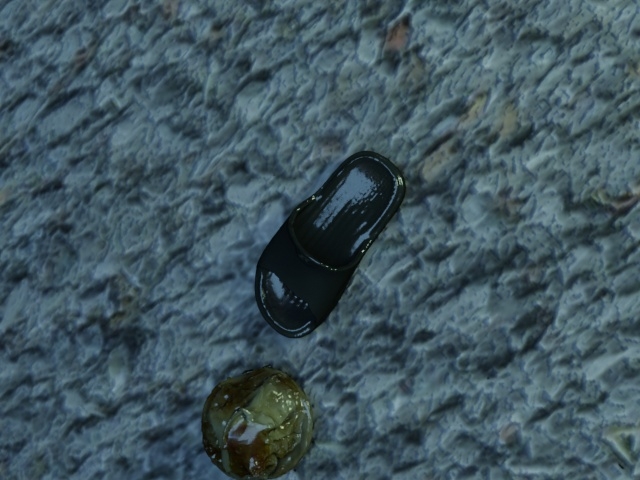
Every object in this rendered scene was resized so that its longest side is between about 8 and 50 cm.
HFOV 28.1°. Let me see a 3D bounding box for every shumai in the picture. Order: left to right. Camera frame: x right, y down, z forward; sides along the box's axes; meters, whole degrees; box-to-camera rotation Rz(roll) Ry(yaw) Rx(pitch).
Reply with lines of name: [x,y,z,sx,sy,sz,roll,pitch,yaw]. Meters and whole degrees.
shumai: [-0.082,0.217,1.479,0.146,0.116,0.145,-1,88,19]

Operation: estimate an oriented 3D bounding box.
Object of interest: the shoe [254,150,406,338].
shoe: [0.000,0.000,1.473,0.108,0.093,0.241,38,98,14]
